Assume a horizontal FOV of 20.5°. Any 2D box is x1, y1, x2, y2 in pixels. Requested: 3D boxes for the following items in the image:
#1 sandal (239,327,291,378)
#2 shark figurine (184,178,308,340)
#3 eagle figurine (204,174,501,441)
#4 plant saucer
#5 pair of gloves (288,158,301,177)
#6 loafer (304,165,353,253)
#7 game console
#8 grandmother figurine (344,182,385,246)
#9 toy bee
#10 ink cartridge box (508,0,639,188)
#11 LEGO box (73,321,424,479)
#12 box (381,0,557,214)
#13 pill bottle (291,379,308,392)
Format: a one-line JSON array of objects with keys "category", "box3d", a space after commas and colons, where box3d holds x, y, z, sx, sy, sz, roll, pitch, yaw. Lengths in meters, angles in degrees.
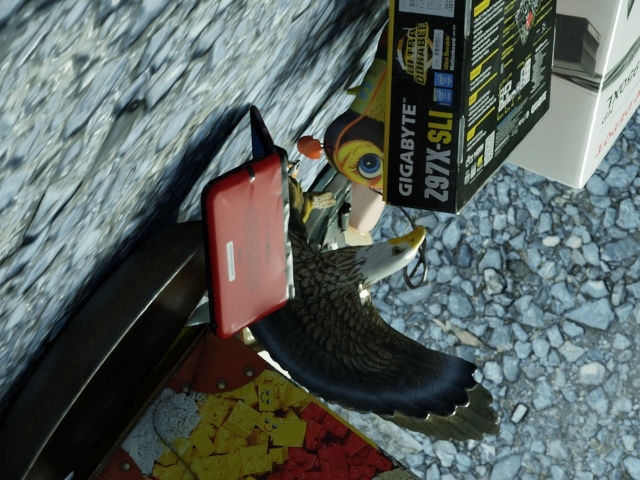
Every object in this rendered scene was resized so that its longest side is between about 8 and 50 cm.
[{"category": "sandal", "box3d": [-0.079, 0.048, 1.908, 0.088, 0.079, 0.240, -28, 128, -35]}, {"category": "shark figurine", "box3d": [-0.041, 0.039, 2.047, 0.166, 0.116, 0.278, -57, 176, 22]}, {"category": "eagle figurine", "box3d": [0.023, 0.072, 1.638, 0.226, 0.298, 0.225, -16, 161, -35]}, {"category": "plant saucer", "box3d": [-0.179, 0.098, 1.465, 0.311, 0.050, 0.310, -52, 175, -6]}, {"category": "pair of gloves", "box3d": [-0.046, -0.055, 1.904, 0.074, 0.010, 0.083, -54, 175, 9]}, {"category": "loafer", "box3d": [0.000, 0.000, 2.310, 0.096, 0.084, 0.267, -49, 174, -43]}, {"category": "game console", "box3d": [-0.068, -0.016, 1.422, 0.124, 0.085, 0.144, -29, 130, -36]}, {"category": "grandmother figurine", "box3d": [0.117, -0.149, 2.372, 0.342, 0.104, 0.208, -58, -159, 23]}, {"category": "toy bee", "box3d": [0.067, -0.117, 1.822, 0.195, 0.162, 0.298, 155, -57, -67]}, {"category": "ink cartridge box", "box3d": [0.311, -0.303, 2.018, 0.285, 0.166, 0.395, -50, 156, -39]}, {"category": "LEGO box", "box3d": [-0.035, 0.263, 1.689, 0.193, 0.372, 0.500, -53, -175, -8]}, {"category": "box", "box3d": [0.148, -0.198, 1.654, 0.322, 0.079, 0.257, -45, 139, -58]}, {"category": "pill bottle", "box3d": [-0.127, 0.310, 2.205, 0.204, 0.204, 0.361, -48, 156, -50]}]
